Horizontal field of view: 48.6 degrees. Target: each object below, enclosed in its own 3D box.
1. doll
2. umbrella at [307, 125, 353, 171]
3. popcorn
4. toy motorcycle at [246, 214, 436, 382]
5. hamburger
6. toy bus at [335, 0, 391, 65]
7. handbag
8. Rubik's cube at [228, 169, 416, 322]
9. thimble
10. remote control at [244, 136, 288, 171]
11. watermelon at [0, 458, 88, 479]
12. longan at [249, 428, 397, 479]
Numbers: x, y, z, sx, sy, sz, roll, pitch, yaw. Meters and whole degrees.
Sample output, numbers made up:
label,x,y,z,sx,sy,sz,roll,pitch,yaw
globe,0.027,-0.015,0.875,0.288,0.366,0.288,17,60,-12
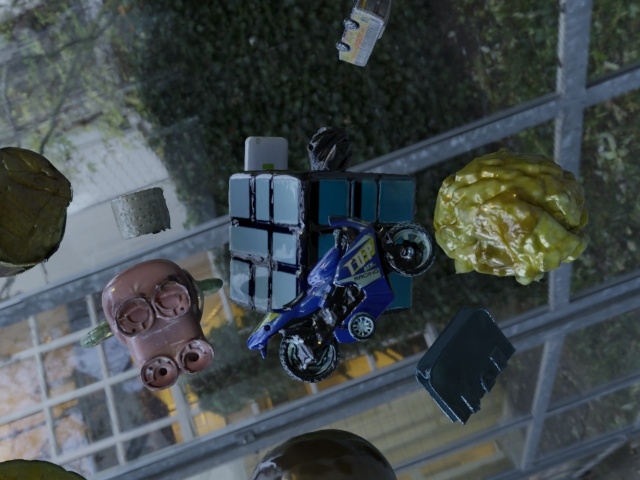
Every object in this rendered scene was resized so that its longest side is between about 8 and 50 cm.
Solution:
label,x,y,z,sx,sy,sz,roll,pitch,yaw
doll,-0.301,0.147,1.302,0.216,0.284,0.268,68,167,-1
umbrella,0.008,-0.113,1.729,0.118,0.118,0.340,73,-153,-82
popcorn,0.307,-0.029,1.148,0.249,0.249,0.225,-111,10,-55
toy motorcycle,0.026,0.072,1.076,0.169,0.315,0.113,43,-179,1
hamburger,-0.718,-0.062,1.640,0.134,0.285,0.265,-8,130,51
toy bus,0.110,-0.556,1.862,0.268,0.106,0.092,122,166,-74
handbag,0.329,0.276,1.579,0.179,0.229,0.062,50,155,-13
Rubik's cube,0.000,0.000,1.414,0.293,0.288,0.284,4,94,52
thimble,-0.356,-0.053,1.412,0.115,0.102,0.090,-25,-80,-54
remote control,-0.130,-0.121,1.685,0.034,0.103,0.250,-146,56,-66
watermelon,-0.569,0.590,1.329,0.189,0.330,0.331,-64,17,16
longan,0.002,0.494,1.317,0.297,0.297,0.297,160,90,-90
